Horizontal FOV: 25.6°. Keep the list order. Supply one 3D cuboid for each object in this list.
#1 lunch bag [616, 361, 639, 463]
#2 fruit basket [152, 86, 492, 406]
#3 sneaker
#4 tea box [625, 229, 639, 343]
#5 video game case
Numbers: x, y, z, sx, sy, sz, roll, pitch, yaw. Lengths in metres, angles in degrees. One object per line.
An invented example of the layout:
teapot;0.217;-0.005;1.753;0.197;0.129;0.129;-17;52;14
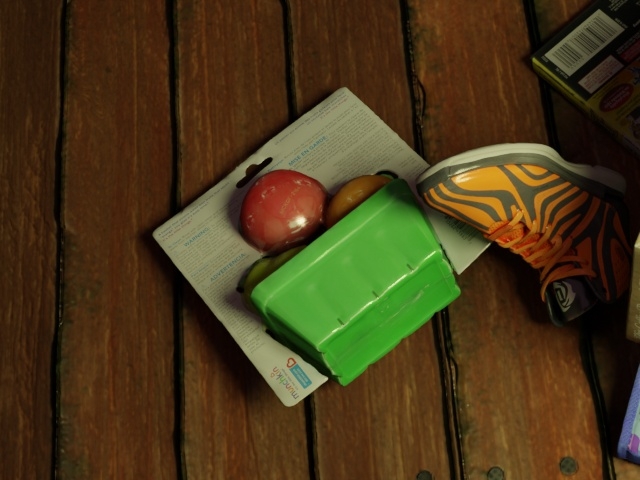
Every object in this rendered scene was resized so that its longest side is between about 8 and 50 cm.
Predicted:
lunch bag;0.465;0.153;1.549;0.221;0.138;0.293;16;79;19
fruit basket;0.000;0.000;1.750;0.327;0.165;0.353;-39;46;-6
sneaker;0.252;-0.001;1.590;0.124;0.321;0.180;-31;60;48
tea box;0.509;-0.036;1.405;0.323;0.220;0.329;18;66;18
video game case;0.450;-0.239;1.786;0.275;0.035;0.248;-40;61;-7
